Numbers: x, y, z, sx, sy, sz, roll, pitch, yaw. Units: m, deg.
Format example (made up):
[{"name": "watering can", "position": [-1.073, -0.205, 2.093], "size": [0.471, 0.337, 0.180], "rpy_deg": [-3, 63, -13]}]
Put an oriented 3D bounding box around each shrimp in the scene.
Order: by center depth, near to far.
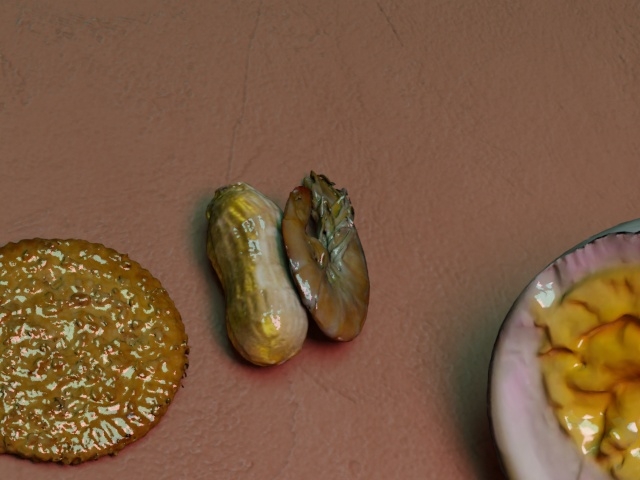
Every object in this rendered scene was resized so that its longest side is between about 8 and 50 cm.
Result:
[{"name": "shrimp", "position": [-0.003, 0.002, 1.744], "size": [0.133, 0.053, 0.236], "rpy_deg": [32, 37, -34]}]

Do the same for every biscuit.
[{"name": "biscuit", "position": [-0.251, 0.100, 1.639], "size": [0.254, 0.035, 0.254], "rpy_deg": [7, 55, -11]}]

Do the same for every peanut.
[{"name": "peanut", "position": [-0.064, 0.032, 1.708], "size": [0.087, 0.087, 0.207], "rpy_deg": [-5, 59, -19]}]

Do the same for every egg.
[{"name": "egg", "position": [0.385, 0.140, 1.628], "size": [0.340, 0.354, 0.354], "rpy_deg": [-9, 56, -50]}]
